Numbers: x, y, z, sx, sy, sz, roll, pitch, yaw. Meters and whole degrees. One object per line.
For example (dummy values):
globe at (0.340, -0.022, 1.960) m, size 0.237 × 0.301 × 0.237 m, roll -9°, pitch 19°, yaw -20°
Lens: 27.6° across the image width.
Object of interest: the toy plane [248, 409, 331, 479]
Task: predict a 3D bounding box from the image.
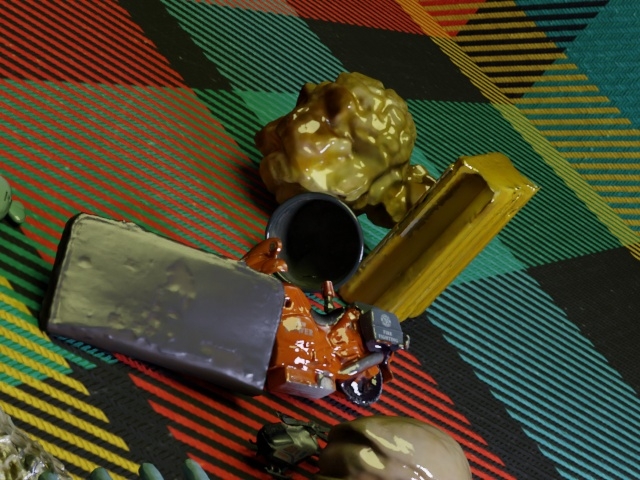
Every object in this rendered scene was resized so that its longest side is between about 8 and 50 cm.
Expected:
toy plane at (-0.025, 0.262, 1.654) m, size 0.197 × 0.078 × 0.053 m, roll 32°, pitch 20°, yaw -54°

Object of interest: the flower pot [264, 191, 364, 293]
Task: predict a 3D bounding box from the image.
flower pot at (0.000, 0.000, 2.042) m, size 0.157 × 0.157 × 0.107 m, roll 44°, pitch 12°, yaw 6°

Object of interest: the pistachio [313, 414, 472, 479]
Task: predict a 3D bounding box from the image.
pistachio at (0.098, 0.304, 1.645) m, size 0.181 × 0.162 × 0.293 m, roll 9°, pitch -9°, yaw 31°

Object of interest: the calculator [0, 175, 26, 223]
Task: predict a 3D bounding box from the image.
calculator at (-0.441, -0.068, 1.654) m, size 0.153 × 0.021 × 0.095 m, roll 28°, pitch 28°, yaw -20°

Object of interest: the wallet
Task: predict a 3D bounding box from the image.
wallet at (-0.192, 0.080, 1.638) m, size 0.309 × 0.042 × 0.165 m, roll 20°, pitch 69°, yaw -26°

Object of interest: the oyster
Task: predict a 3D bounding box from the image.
oyster at (-0.336, 0.191, 1.339) m, size 0.200 × 0.061 × 0.106 m, roll 38°, pitch 26°, yaw -8°

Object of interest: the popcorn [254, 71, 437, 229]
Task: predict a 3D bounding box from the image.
popcorn at (0.055, -0.142, 2.185) m, size 0.332 × 0.265 × 0.225 m, roll 21°, pitch -11°, yaw -1°

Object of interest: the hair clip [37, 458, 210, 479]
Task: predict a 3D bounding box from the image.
hair clip at (-0.201, 0.332, 1.103) m, size 0.318 × 0.238 × 0.392 m, roll 8°, pitch 40°, yaw -53°

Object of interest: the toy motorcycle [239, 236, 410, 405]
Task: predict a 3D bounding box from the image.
toy motorcycle at (-0.029, 0.114, 1.830) m, size 0.325 × 0.148 × 0.221 m, roll 17°, pitch 57°, yaw -39°

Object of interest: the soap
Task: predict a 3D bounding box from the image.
soap at (0.188, -0.001, 2.090) m, size 0.096 × 0.324 × 0.204 m, roll 49°, pitch 24°, yaw 17°
